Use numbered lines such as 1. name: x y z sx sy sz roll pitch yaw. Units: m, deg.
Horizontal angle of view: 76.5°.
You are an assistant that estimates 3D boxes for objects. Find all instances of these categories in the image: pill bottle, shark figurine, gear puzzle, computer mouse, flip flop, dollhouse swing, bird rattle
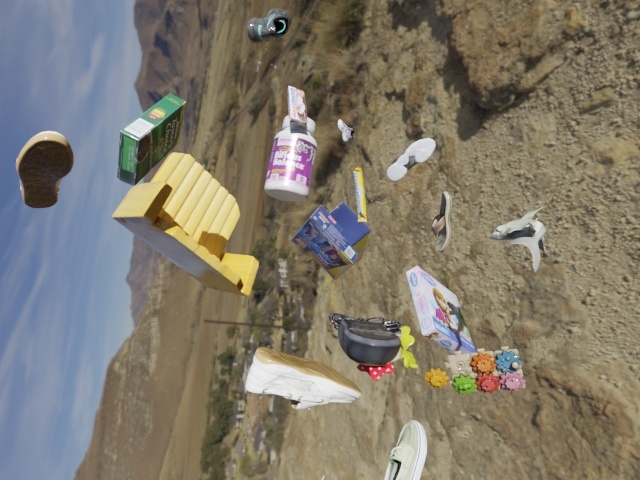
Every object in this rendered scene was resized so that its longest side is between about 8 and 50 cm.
1. pill bottle: -0.105 -0.311 1.540 0.169 0.170 0.301 165 116 -67
2. shark figurine: 0.609 -0.005 1.160 0.166 0.116 0.278 -32 5 12
3. gear puzzle: 0.539 0.477 1.446 0.044 0.339 0.175 -49 -56 -66
4. computer mouse: 0.109 0.228 0.917 0.272 0.189 0.072 10 -92 -89
5. flip flop: 0.546 -0.085 1.847 0.112 0.080 0.276 -111 22 -76
6. dollhouse swing: -0.314 -0.073 1.133 0.315 0.347 0.304 2 54 46
7. bird rattle: 0.203 0.394 1.358 0.207 0.254 0.142 -18 87 51

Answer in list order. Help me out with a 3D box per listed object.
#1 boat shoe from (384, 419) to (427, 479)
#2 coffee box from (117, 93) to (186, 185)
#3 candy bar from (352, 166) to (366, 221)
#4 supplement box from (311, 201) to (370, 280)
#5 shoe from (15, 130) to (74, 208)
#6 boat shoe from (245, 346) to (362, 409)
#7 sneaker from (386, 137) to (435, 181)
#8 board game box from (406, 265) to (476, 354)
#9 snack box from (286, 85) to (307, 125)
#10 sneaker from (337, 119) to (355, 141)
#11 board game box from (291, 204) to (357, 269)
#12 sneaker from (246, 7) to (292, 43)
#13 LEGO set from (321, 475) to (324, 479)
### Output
1. boat shoe: 0.278 0.734 1.345 0.109 0.094 0.302 -41 17 43
2. coffee box: -0.330 -0.203 0.799 0.184 0.041 0.113 -73 10 -50
3. candy bar: 0.114 -0.134 1.187 0.040 0.018 0.161 -1 96 59
4. supplement box: 0.088 0.014 1.978 0.195 0.194 0.356 46 161 18
5. shoe: -0.479 -0.128 0.697 0.219 0.077 0.058 -33 66 44
6. boat shoe: -0.035 0.309 0.859 0.096 0.277 0.098 -64 28 -2
7. sneaker: 0.428 -0.395 1.965 0.269 0.101 0.153 -40 7 12
8. board game box: 0.508 0.306 1.711 0.066 0.319 0.317 -36 37 28
9. snack box: -0.086 -0.491 1.479 0.022 0.064 0.178 128 144 -48
10. sneaker: 0.117 -0.476 1.726 0.069 0.038 0.098 -13 106 41
11. board game box: 0.000 0.000 1.272 0.060 0.194 0.194 -51 17 -29
12. sneaker: -0.151 -0.749 1.426 0.267 0.106 0.101 -59 -31 -44
13. LEGO set: 0.010 0.643 1.025 0.083 0.024 0.054 67 149 29
